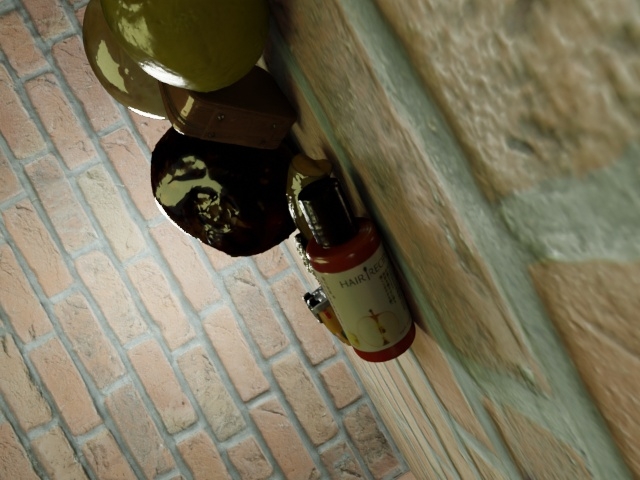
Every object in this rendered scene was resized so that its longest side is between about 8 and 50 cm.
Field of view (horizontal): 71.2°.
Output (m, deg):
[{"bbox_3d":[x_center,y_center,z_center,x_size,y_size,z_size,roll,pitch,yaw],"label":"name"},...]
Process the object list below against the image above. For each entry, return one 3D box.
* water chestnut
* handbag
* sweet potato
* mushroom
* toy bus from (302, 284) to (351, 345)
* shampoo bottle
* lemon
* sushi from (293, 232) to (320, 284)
[{"bbox_3d":[-0.171,-0.140,0.955,0.351,0.350,0.302,68,-148,-44],"label":"water chestnut"},{"bbox_3d":[-0.143,-0.218,0.680,0.072,0.193,0.151,-46,62,38],"label":"handbag"},{"bbox_3d":[0.015,-0.033,0.737,0.286,0.085,0.112,52,-142,-59],"label":"sweet potato"},{"bbox_3d":[-0.325,-0.412,0.929,0.290,0.292,0.293,-99,-12,-54],"label":"mushroom"},{"bbox_3d":[0.051,0.140,0.948,0.136,0.126,0.209,53,173,-4],"label":"toy bus"},{"bbox_3d":[0.047,0.042,0.634,0.278,0.104,0.104,64,172,-27],"label":"shampoo bottle"},{"bbox_3d":[-0.145,-0.268,0.516,0.184,0.184,0.248,61,-169,0],"label":"lemon"},{"bbox_3d":[-0.014,0.037,1.165,0.150,0.078,0.091,59,173,24],"label":"sushi"}]
